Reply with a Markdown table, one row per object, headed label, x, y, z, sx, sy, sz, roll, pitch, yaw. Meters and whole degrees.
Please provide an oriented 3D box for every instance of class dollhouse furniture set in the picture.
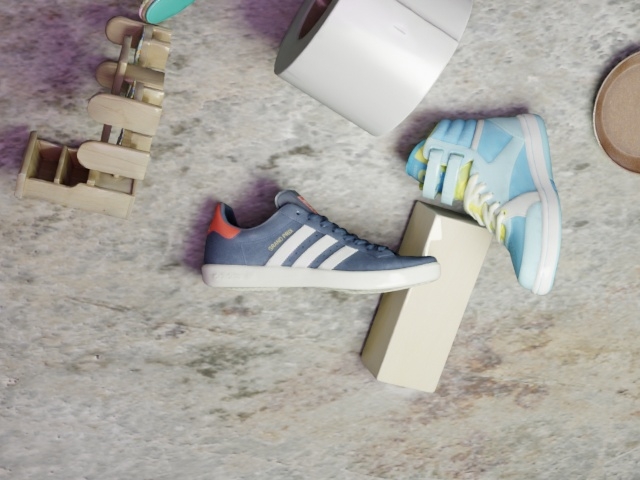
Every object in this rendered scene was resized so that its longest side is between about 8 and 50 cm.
| label | x | y | z | sx | sy | sz | roll | pitch | yaw |
| --- | --- | --- | --- | --- | --- | --- | --- | --- | --- |
| dollhouse furniture set | -0.310 | -0.165 | 1.597 | 0.161 | 0.212 | 0.242 | 13 | 127 | -12 |

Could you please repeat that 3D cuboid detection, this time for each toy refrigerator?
| label | x | y | z | sx | sy | sz | roll | pitch | yaw |
| --- | --- | --- | --- | --- | --- | --- | --- | --- | --- |
| toy refrigerator | 0.159 | 0.085 | 1.799 | 0.102 | 0.094 | 0.269 | 14 | 103 | -20 |

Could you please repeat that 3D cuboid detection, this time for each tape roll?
| label | x | y | z | sx | sy | sz | roll | pitch | yaw |
| --- | --- | --- | --- | --- | --- | --- | --- | --- | --- |
| tape roll | 0.071 | -0.287 | 1.605 | 0.169 | 0.246 | 0.246 | 31 | 98 | -16 |

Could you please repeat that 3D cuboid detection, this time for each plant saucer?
| label | x | y | z | sx | sy | sz | roll | pitch | yaw |
| --- | --- | --- | --- | --- | --- | --- | --- | --- | --- |
| plant saucer | 0.508 | -0.199 | 1.808 | 0.198 | 0.036 | 0.198 | -2 | 104 | -9 |

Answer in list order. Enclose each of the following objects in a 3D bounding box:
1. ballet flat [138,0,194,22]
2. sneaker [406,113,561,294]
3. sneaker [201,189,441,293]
| label | x | y | z | sx | sy | sz | roll | pitch | yaw |
| --- | --- | --- | --- | --- | --- | --- | --- | --- | --- |
| ballet flat | -0.170 | -0.385 | 1.633 | 0.221 | 0.077 | 0.079 | -34 | 75 | -8 |
| sneaker | 0.230 | -0.054 | 1.689 | 0.208 | 0.319 | 0.127 | 2 | 137 | -2 |
| sneaker | 0.000 | 0.000 | 1.701 | 0.350 | 0.131 | 0.148 | 1 | 84 | 7 |
